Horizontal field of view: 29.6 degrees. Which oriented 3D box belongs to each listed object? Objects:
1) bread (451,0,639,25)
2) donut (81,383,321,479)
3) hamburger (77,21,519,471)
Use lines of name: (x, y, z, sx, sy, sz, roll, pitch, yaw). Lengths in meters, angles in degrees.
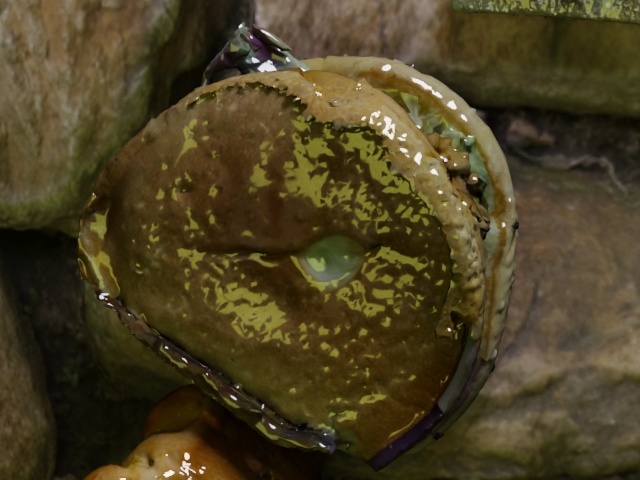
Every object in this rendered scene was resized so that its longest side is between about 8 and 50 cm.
bread: (0.186, -0.210, 0.853, 0.192, 0.036, 0.112, 10, 102, 24)
donut: (-0.131, 0.265, 0.960, 0.150, 0.299, 0.317, 32, 144, 6)
hamburger: (0.000, 0.000, 0.893, 0.318, 0.195, 0.277, 40, 110, 12)
